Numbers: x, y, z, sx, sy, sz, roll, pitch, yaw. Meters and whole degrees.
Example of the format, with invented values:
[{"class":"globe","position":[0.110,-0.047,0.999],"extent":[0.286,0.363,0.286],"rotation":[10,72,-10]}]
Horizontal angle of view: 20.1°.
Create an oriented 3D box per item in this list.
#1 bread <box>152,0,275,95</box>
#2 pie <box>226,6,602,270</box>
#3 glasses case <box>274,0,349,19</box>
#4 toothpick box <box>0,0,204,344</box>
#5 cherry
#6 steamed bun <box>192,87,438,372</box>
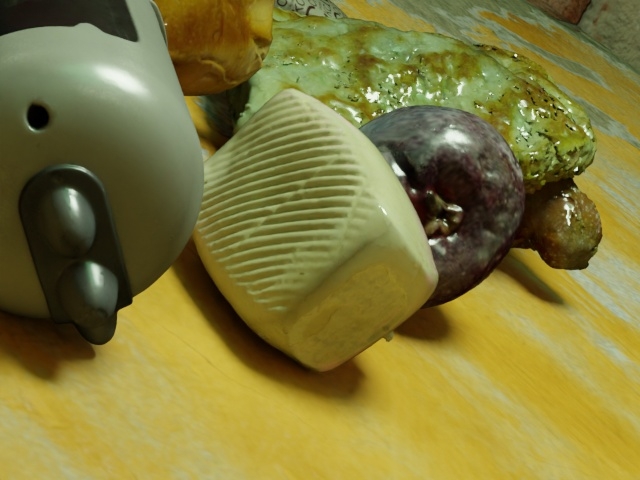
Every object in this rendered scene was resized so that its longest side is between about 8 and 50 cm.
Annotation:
[{"class":"bread","position":[-0.205,-0.207,1.668],"extent":[0.344,0.149,0.195],"rotation":[-11,29,-45]},{"class":"pie","position":[0.075,-0.135,1.909],"extent":[0.418,0.180,0.395],"rotation":[12,26,-26]},{"class":"glasses case","position":[-0.115,-0.317,2.239],"extent":[0.355,0.085,0.137],"rotation":[23,20,-21]},{"class":"toothpick box","position":[-0.193,-0.065,1.291],"extent":[0.229,0.229,0.316],"rotation":[21,22,-25]},{"class":"cherry","position":[0.086,-0.035,1.638],"extent":[0.195,0.195,0.195],"rotation":[26,18,-9]},{"class":"steamed bun","position":[0.000,0.000,1.467],"extent":[0.152,0.170,0.238],"rotation":[45,7,-40]}]
